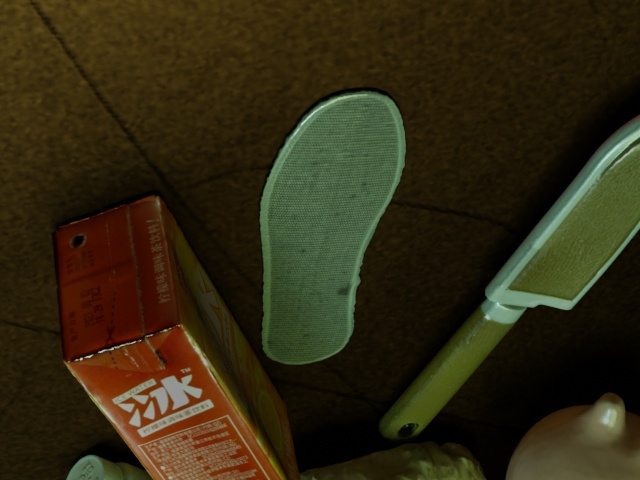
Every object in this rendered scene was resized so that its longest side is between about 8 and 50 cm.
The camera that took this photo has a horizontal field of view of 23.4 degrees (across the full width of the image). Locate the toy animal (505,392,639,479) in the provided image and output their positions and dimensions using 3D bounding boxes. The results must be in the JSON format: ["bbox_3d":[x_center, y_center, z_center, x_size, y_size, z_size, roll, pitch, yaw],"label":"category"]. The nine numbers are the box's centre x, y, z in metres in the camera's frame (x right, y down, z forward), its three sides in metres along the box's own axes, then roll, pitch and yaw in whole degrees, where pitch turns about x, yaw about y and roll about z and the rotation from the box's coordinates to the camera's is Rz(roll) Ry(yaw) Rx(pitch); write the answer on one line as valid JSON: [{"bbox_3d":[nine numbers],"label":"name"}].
[{"bbox_3d":[0.189,0.207,1.050,0.149,0.165,0.248,-24,134,-45],"label":"toy animal"}]

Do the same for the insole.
[{"bbox_3d":[0.000,0.000,0.894,0.080,0.003,0.232,-2,137,-13],"label":"insole"}]

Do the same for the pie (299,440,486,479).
[{"bbox_3d":[0.024,0.216,1.075,0.178,0.084,0.205,2,141,-28],"label":"pie"}]

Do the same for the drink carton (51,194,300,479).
[{"bbox_3d":[-0.078,0.084,0.894,0.071,0.096,0.223,-19,139,5],"label":"drink carton"}]

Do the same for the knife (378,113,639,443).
[{"bbox_3d":[0.133,0.024,0.939,0.061,0.027,0.343,11,136,-24],"label":"knife"}]

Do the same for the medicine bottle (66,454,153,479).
[{"bbox_3d":[-0.125,0.173,1.017,0.047,0.047,0.083,-37,133,24],"label":"medicine bottle"}]
